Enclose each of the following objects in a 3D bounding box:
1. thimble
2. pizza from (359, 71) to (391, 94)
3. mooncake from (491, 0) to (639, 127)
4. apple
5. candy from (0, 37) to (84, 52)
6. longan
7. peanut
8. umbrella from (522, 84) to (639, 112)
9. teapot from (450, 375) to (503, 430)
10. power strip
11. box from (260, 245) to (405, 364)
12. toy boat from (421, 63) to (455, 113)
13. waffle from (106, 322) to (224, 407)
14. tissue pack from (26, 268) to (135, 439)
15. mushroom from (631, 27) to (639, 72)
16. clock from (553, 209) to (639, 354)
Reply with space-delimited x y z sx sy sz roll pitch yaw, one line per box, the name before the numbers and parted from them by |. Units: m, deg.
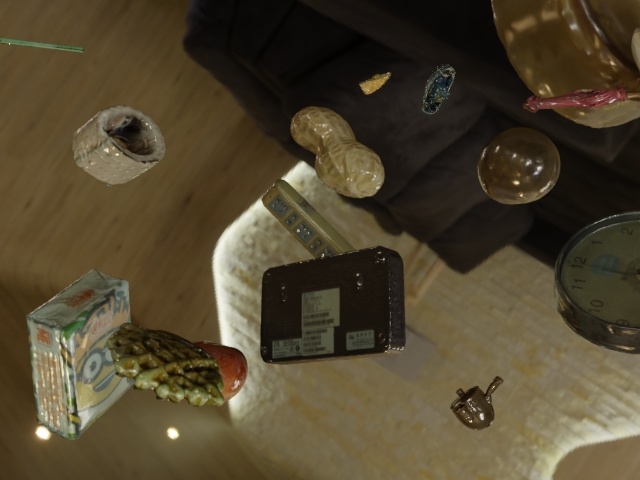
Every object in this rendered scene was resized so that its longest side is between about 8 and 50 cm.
thimble | -0.300 -0.144 1.192 0.115 0.090 0.102 -9 -101 -51
pizza | 0.168 -0.524 2.633 0.109 0.123 0.026 -8 -109 -43
mooncake | 0.527 -0.409 1.438 0.394 0.393 0.246 2 166 -26
apple | -0.293 0.349 2.087 0.201 0.162 0.201 11 173 1
candy | -0.444 -0.294 1.191 0.061 0.061 0.202 35 -153 32
longan | 0.416 -0.156 1.682 0.167 0.167 0.187 34 141 -3
peanut | 0.031 -0.206 1.836 0.298 0.136 0.120 53 165 31
umbrella | 0.360 -0.194 1.090 0.165 0.027 0.025 -6 180 2
teapot | 0.285 0.289 1.416 0.080 0.110 0.085 51 -157 2
power strip | 0.000 0.000 2.112 0.387 0.092 0.066 44 -142 -3
box | 0.015 0.138 1.612 0.350 0.211 0.058 -13 161 40
toy boat | 0.285 -0.363 1.918 0.060 0.137 0.061 4 -139 -26
waffle | -0.269 0.214 1.407 0.223 0.054 0.204 23 -164 -17
tissue pack | -0.530 0.251 1.780 0.128 0.311 0.228 18 -147 18
mushroom | 0.561 -0.181 1.217 0.122 0.159 0.328 -79 -23 -61
clock | 0.521 0.059 1.298 0.280 0.280 0.055 36 156 44
